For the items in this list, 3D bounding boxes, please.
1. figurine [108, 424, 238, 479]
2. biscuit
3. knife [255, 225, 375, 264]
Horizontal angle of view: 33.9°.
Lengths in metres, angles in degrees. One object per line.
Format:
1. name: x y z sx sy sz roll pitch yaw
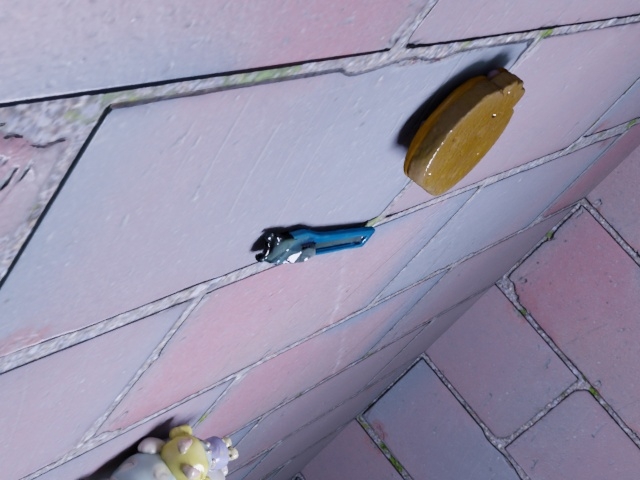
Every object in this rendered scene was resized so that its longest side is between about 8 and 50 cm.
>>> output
1. figurine: -0.222 0.334 1.444 0.155 0.127 0.235 -25 168 17
2. biscuit: 0.152 -0.126 1.145 0.170 0.050 0.170 -42 161 -18
3. knife: 0.002 0.001 1.192 0.044 0.026 0.296 -57 160 18
